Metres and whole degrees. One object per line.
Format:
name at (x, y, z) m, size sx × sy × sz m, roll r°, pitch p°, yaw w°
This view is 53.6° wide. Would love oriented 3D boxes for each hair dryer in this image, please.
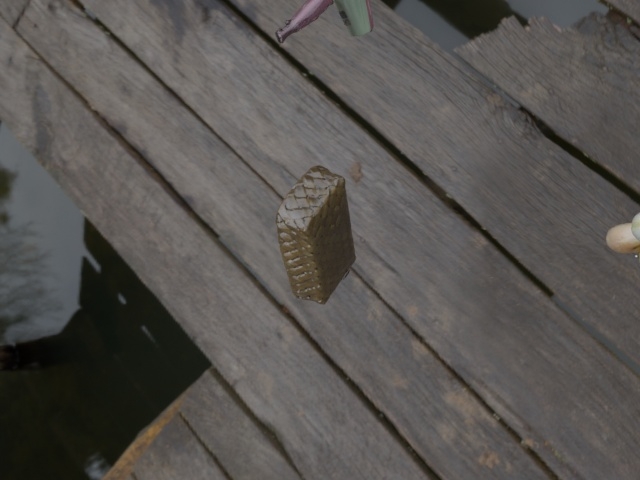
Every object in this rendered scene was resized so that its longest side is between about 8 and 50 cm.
hair dryer at (0.000, -0.319, 0.886) m, size 0.154 × 0.106 × 0.054 m, roll -31°, pitch 37°, yaw -15°

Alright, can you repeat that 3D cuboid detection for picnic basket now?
picnic basket at (0.000, 0.000, 0.820) m, size 0.054 × 0.193 × 0.110 m, roll 24°, pitch 60°, yaw 23°

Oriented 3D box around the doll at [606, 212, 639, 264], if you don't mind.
doll at (0.430, 0.002, 0.539) m, size 0.348 × 0.423 × 0.161 m, roll 2°, pitch 77°, yaw 45°
